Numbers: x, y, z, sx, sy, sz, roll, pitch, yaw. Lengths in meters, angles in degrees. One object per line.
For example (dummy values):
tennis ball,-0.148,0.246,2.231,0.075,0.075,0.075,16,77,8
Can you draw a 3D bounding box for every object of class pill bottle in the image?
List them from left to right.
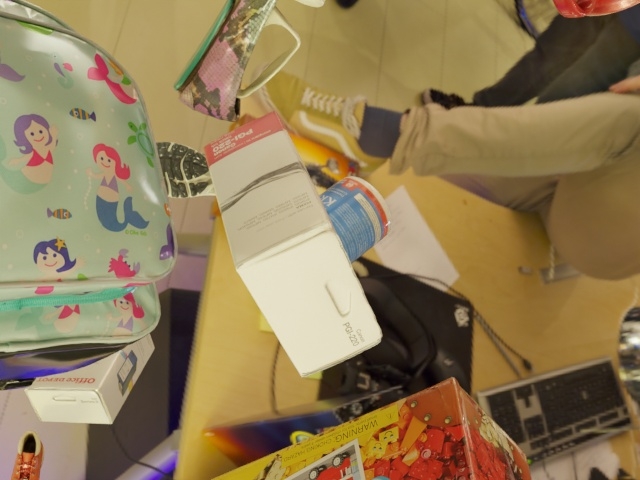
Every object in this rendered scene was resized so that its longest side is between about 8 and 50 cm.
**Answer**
pill bottle,0.000,0.000,1.159,0.221,0.124,0.124,-37,98,-26

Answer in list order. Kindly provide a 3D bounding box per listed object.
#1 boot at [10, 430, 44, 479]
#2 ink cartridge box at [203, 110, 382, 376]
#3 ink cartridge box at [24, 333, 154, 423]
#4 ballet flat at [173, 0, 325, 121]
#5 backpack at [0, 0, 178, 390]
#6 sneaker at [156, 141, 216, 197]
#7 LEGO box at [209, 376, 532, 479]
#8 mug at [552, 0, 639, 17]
boot,-0.543,0.430,1.308,0.059,0.084,0.157,5,48,-17
ink cartridge box,-0.031,-0.002,0.697,0.158,0.092,0.218,64,0,-38
ink cartridge box,-0.437,0.244,1.370,0.212,0.154,0.093,-71,155,-57
ballet flat,-0.044,-0.189,0.576,0.079,0.221,0.077,24,33,-17
backpack,-0.222,-0.045,0.453,0.225,0.191,0.253,3,65,-49
sneaker,-0.246,-0.131,1.474,0.283,0.122,0.110,8,87,-13
LEGO box,-0.005,0.425,0.748,0.193,0.500,0.372,46,26,-32
mug,0.270,-0.313,0.692,0.169,0.113,0.150,52,37,-35
